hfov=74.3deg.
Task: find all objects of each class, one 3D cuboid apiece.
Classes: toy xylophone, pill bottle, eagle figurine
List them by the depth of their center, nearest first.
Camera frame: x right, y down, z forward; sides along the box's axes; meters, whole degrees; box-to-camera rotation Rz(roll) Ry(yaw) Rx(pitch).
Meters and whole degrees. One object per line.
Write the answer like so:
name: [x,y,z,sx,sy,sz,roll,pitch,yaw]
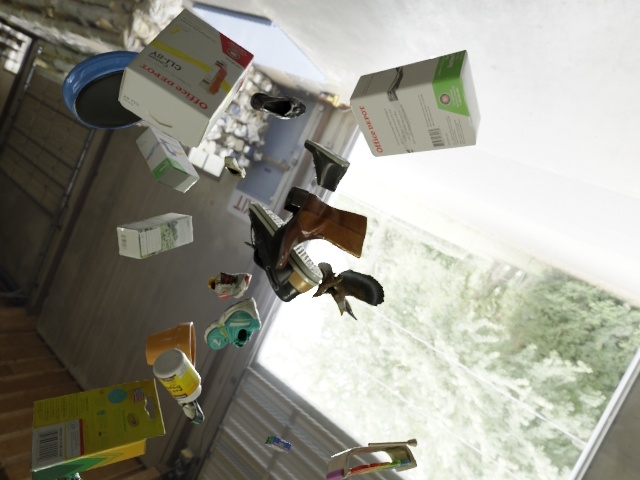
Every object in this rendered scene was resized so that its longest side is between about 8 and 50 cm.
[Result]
toy xylophone: [0.180,0.721,1.385,0.322,0.236,0.081,5,-126,-23]
pill bottle: [-0.521,0.506,1.560,0.117,0.117,0.215,29,146,40]
eagle figurine: [0.104,0.234,1.870,0.298,0.225,0.226,18,179,-40]

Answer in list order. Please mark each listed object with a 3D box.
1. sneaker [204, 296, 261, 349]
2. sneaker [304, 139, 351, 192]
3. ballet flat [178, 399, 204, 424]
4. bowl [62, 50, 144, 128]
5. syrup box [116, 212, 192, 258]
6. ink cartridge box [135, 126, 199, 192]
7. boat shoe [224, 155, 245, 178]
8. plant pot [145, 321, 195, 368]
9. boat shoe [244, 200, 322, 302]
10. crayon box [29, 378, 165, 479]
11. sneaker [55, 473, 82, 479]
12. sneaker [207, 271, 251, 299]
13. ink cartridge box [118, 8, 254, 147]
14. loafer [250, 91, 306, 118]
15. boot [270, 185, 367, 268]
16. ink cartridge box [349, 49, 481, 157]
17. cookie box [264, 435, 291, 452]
sneaker: [-0.269,0.278,1.284,0.107,0.275,0.110,-14,-112,-44]
sneaker: [-0.003,-0.256,1.428,0.083,0.118,0.222,9,-156,-45]
ballet flat: [-0.571,0.707,1.826,0.074,0.074,0.203,19,-159,-52]
bowl: [-0.800,-0.582,1.681,0.077,0.391,0.391,62,-168,9]
syrup box: [-0.534,-0.021,1.385,0.096,0.093,0.237,9,-162,23]
ink cartridge box: [-0.578,-0.304,1.596,0.212,0.093,0.154,54,-168,21]
boat shoe: [-0.340,-0.276,1.662,0.056,0.048,0.153,3,162,8]
plant pot: [-0.659,0.473,1.861,0.187,0.205,0.205,-4,-169,-11]
boat shoe: [-0.162,0.023,1.445,0.186,0.156,0.500,37,-169,-42]
crayon box: [-0.622,0.524,1.193,0.318,0.081,0.202,-3,-142,-29]
sneaker: [-0.694,0.686,1.186,0.064,0.076,0.166,12,-160,-47]
sneaker: [-0.337,0.161,1.543,0.225,0.088,0.092,-20,131,41]
ink cartridge box: [-0.425,-0.534,1.387,0.279,0.385,0.160,30,143,-15]
loafer: [-0.178,-0.612,1.955,0.302,0.109,0.095,-6,-147,-41]
boot: [0.000,0.000,1.303,0.280,0.264,0.096,23,157,-23]
ink cartridge box: [0.237,-0.327,1.052,0.272,0.115,0.198,0,142,32]
cookie box: [-0.196,0.936,1.938,0.091,0.040,0.107,32,146,-9]
